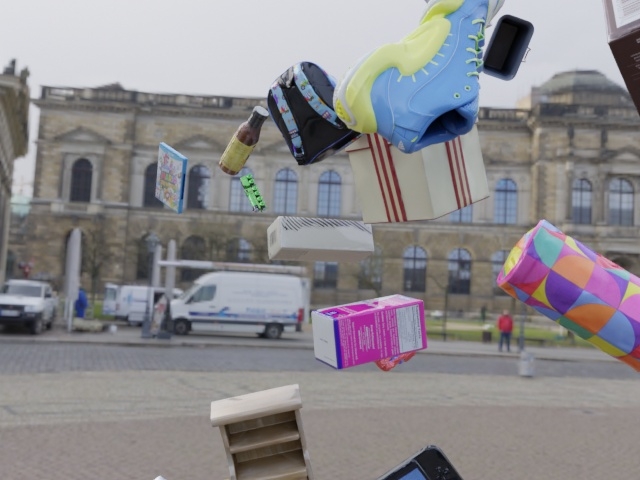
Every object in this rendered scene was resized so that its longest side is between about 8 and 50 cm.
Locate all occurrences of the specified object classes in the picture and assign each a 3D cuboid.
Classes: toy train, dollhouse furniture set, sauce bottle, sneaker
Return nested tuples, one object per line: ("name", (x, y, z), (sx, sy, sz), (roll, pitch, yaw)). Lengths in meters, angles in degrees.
("toy train", (-0.110, -0.077, 1.146), (0.024, 0.083, 0.017), (-24, -37, -5))
("dollhouse furniture set", (-0.078, 0.468, 1.197), (0.362, 0.256, 0.394), (-12, 20, -3))
("sauce bottle", (-0.127, -0.167, 1.179), (0.042, 0.042, 0.128), (7, -46, -39))
("sneaker", (0.132, -0.170, 0.713), (0.126, 0.240, 0.091), (44, -15, 16))

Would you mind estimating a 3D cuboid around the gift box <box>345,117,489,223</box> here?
("gift box", (0.213, -0.186, 1.594), (0.255, 0.258, 0.276), (-5, 11, 43))

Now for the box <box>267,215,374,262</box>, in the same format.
("box", (0.000, 0.000, 1.927), (0.275, 0.094, 0.113), (3, -20, -24))

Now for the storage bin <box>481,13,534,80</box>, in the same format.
("storage bin", (0.421, -0.439, 1.594), (0.098, 0.135, 0.091), (18, 20, -4))

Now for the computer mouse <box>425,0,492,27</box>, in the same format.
("computer mouse", (0.212, -0.411, 1.241), (0.193, 0.042, 0.106), (35, 30, 17))

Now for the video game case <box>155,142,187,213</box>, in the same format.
("video game case", (-0.414, -0.172, 1.937), (0.015, 0.166, 0.119), (-16, 38, -42))

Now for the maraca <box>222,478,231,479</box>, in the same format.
("maraca", (-0.271, 0.723, 1.978), (0.186, 0.099, 0.127), (2, 4, 32))

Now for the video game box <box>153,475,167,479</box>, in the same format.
("video game box", (-0.378, 0.630, 1.460), (0.187, 0.205, 0.048), (-29, -42, -3))

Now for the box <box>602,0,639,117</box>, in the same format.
("box", (0.698, -0.343, 1.420), (0.143, 0.191, 0.381), (-18, -48, 32))

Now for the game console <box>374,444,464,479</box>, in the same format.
("game console", (0.205, 0.632, 1.487), (0.293, 0.250, 0.173), (-36, 5, 5))

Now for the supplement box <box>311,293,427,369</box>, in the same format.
("supplement box", (0.105, 0.192, 1.502), (0.220, 0.113, 0.111), (-8, 7, -25))

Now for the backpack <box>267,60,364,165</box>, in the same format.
("backpack", (-0.012, -0.251, 1.354), (0.158, 0.173, 0.117), (-34, -6, 28))

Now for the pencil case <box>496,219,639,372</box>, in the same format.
("pencil case", (0.325, 0.071, 0.810), (0.236, 0.104, 0.104), (32, -2, 6))

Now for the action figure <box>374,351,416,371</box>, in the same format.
("action figure", (0.195, 0.255, 1.780), (0.091, 0.139, 0.280), (38, 12, 18))
